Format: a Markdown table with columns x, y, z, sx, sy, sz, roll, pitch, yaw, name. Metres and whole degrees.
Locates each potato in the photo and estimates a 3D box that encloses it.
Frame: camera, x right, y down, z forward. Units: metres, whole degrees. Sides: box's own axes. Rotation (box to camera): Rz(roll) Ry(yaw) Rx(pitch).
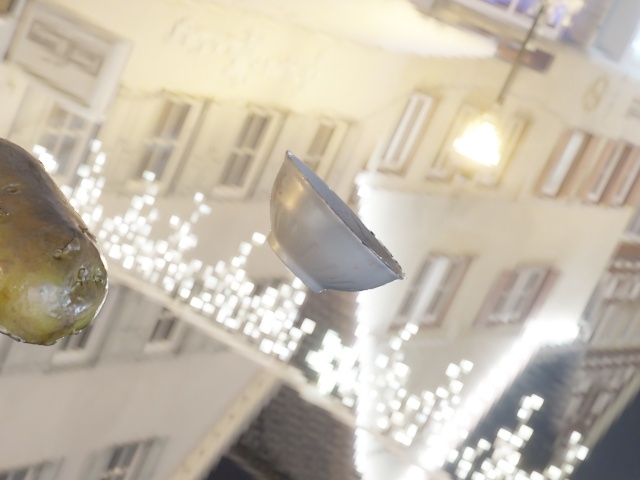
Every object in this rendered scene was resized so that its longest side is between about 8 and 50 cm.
| x | y | z | sx | sy | sz | roll | pitch | yaw | name |
| --- | --- | --- | --- | --- | --- | --- | --- | --- | --- |
| -0.250 | -0.014 | 1.180 | 0.200 | 0.081 | 0.164 | 49 | -150 | 13 | potato |

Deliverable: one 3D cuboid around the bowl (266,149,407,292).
| x | y | z | sx | sy | sz | roll | pitch | yaw | name |
| --- | --- | --- | --- | --- | --- | --- | --- | --- | --- |
| 0.000 | 0.000 | 1.550 | 0.189 | 0.086 | 0.189 | 46 | -173 | -7 | bowl |
